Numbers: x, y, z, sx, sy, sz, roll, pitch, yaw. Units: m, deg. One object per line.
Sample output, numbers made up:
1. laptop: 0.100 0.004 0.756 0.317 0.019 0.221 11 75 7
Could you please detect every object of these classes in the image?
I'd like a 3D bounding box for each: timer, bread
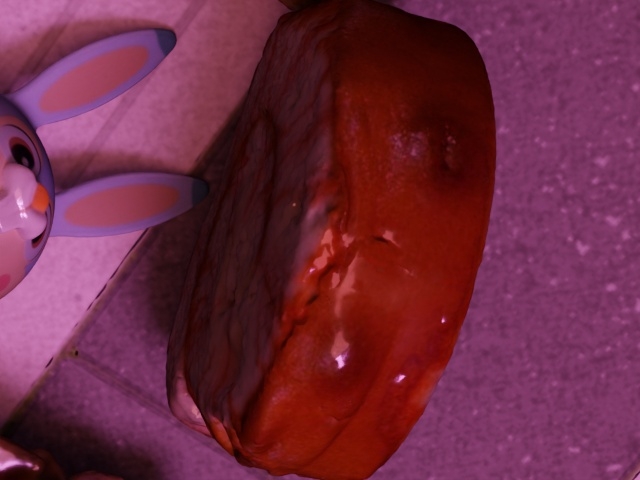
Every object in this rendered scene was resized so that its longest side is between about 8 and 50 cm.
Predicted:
1. timer: -0.201 -0.037 1.275 0.255 0.175 0.175 -11 109 -4
2. bread: 0.001 -0.003 1.224 0.114 0.327 0.295 16 88 -13

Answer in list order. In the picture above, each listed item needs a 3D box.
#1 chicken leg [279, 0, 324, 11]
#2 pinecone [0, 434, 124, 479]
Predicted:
1. chicken leg: 0.002 -0.245 1.271 0.085 0.101 0.207 -7 101 -36
2. pinecone: -0.229 0.337 1.289 0.384 0.384 0.384 -2 108 -6
